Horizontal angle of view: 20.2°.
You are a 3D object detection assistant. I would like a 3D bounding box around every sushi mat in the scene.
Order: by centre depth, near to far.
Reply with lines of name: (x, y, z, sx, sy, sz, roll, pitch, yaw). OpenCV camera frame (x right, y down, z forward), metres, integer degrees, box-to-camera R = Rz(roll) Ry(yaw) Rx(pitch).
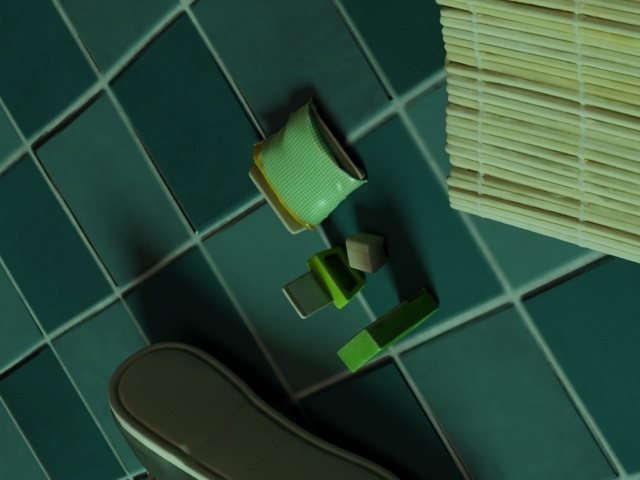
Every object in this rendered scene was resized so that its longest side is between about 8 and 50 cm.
sushi mat: (0.179, -0.047, 0.874, 0.316, 0.019, 0.151, 19, 128, 40)

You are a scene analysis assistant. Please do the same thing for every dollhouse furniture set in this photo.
dollhouse furniture set: (0.000, 0.000, 1.074, 0.152, 0.058, 0.076, 55, 142, 6)

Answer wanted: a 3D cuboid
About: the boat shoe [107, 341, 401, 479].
boat shoe: (-0.015, 0.188, 1.192, 0.335, 0.112, 0.095, 38, 156, 33)
